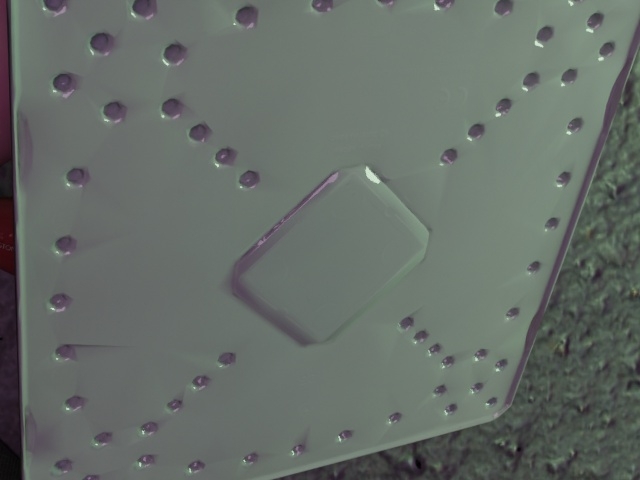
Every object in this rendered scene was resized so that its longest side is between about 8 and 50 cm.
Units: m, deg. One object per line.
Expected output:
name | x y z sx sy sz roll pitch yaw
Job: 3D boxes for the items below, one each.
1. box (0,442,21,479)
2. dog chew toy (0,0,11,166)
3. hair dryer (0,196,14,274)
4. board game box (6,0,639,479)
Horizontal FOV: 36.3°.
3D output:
box | -0.290 0.255 0.704 0.203 0.114 0.103 -40 107 -2
dog chew toy | -0.319 -0.077 0.598 0.332 0.206 0.206 -40 106 5
hair dryer | -0.158 0.075 0.717 0.223 0.080 0.293 -38 105 -2
board game box | 0.000 0.000 0.630 0.390 0.050 0.390 -8 128 -26
